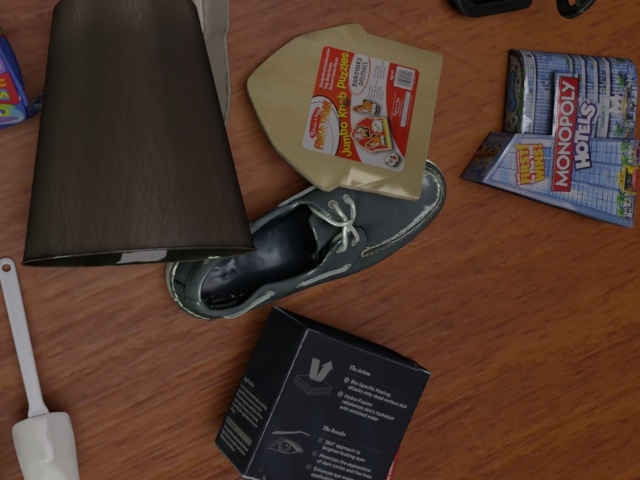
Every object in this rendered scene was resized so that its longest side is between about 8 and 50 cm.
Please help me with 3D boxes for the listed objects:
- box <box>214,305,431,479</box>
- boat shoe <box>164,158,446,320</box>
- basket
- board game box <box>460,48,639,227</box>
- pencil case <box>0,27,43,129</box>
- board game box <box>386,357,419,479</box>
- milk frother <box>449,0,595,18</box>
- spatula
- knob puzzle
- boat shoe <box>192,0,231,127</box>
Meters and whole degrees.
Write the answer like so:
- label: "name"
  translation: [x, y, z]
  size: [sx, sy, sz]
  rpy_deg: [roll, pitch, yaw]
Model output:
- label: "box"
  translation: [0.002, 0.170, 0.998]
  size: [0.156, 0.093, 0.158]
  rpy_deg: [23, 91, -27]
- label: "boat shoe"
  translation: [0.000, 0.000, 1.008]
  size: [0.320, 0.099, 0.116]
  rpy_deg: [-22, 104, -13]
- label: "basket"
  translation: [-0.164, -0.096, 0.873]
  size: [0.205, 0.154, 0.226]
  rpy_deg: [-2, 85, -18]
- label: "board game box"
  translation: [0.259, -0.114, 1.095]
  size: [0.194, 0.060, 0.194]
  rpy_deg: [0, 97, -18]
- label: "pencil case"
  translation: [-0.406, -0.107, 0.859]
  size: [0.306, 0.133, 0.119]
  rpy_deg: [-27, 62, -13]
- label: "board game box"
  translation: [0.009, 0.258, 1.086]
  size: [0.145, 0.027, 0.281]
  rpy_deg: [11, 94, -18]
- label: "milk frother"
  translation: [0.202, -0.291, 1.009]
  size: [0.135, 0.143, 0.129]
  rpy_deg: [-10, 108, -18]
- label: "spatula"
  translation: [-0.334, 0.143, 0.937]
  size: [0.168, 0.019, 0.241]
  rpy_deg: [-12, 82, -15]
- label: "knob puzzle"
  translation: [0.018, -0.135, 1.011]
  size: [0.213, 0.030, 0.213]
  rpy_deg: [3, 71, -10]
- label: "boat shoe"
  translation: [-0.133, -0.169, 0.977]
  size: [0.065, 0.075, 0.206]
  rpy_deg: [10, 103, 24]
